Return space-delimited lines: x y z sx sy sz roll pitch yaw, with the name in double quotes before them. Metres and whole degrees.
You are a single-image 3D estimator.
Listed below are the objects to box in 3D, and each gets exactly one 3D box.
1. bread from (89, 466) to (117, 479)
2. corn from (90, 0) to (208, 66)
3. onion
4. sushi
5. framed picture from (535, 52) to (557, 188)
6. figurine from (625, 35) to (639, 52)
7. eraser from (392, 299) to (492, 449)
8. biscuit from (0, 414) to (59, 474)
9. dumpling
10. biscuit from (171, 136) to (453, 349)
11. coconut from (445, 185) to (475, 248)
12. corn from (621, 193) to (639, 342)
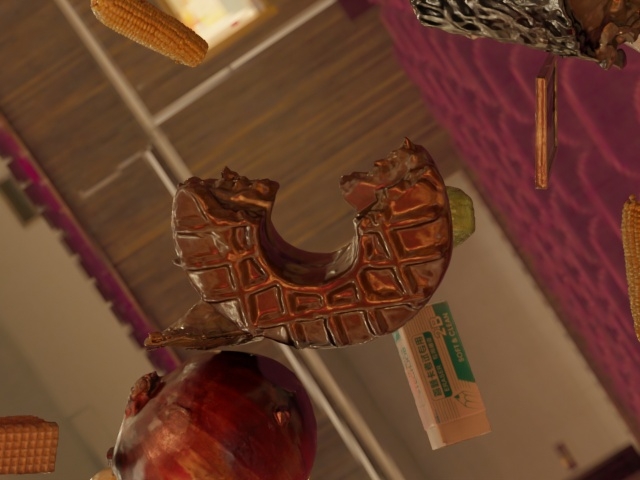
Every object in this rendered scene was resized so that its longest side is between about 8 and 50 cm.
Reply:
"bread" -0.320 0.478 2.530 0.217 0.147 0.098 25 -127 -36
"corn" -0.273 -0.341 2.206 0.206 0.067 0.067 28 -163 -18
"onion" -0.149 0.321 2.142 0.341 0.341 0.341 56 -173 -11
"sushi" 0.254 -0.372 1.613 0.294 0.299 0.281 23 175 36
"framed picture" 0.304 -0.165 1.853 0.203 0.015 0.150 -51 -40 -68
"figurine" 0.510 -0.419 1.936 0.320 0.196 0.323 35 142 28
"eraser" 0.190 0.213 2.211 0.052 0.095 0.225 -44 63 65
"biscuit" -0.599 0.328 2.196 0.378 0.094 0.054 3 -170 -37
"dumpling" -0.132 0.115 2.065 0.332 0.166 0.086 -1 -104 -73
"biscuit" -0.005 0.016 1.771 0.115 0.366 0.268 -71 -28 -60
"coconut" 0.175 -0.028 1.944 0.088 0.088 0.096 29 -118 -75
"corn" 0.477 0.050 1.977 0.080 0.080 0.238 -9 -87 -82
